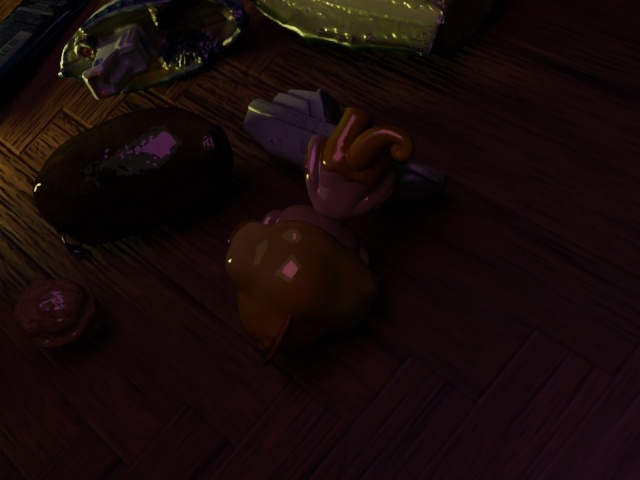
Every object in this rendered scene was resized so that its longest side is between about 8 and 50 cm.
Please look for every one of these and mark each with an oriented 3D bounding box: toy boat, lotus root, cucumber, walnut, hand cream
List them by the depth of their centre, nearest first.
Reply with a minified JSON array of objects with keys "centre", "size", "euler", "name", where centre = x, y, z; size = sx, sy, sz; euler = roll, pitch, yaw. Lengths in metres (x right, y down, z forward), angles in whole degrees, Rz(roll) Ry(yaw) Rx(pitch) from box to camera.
[{"centre":[0.027,-0.098,1.063],"size":[0.260,0.078,0.085],"euler":[26,88,40],"name":"toy boat"},{"centre":[-0.277,0.076,1.113],"size":[0.096,0.079,0.082],"euler":[-3,59,28],"name":"walnut"},{"centre":[-0.207,-0.073,1.147],"size":[0.241,0.124,0.123],"euler":[-19,61,18],"name":"lotus root"},{"centre":[0.045,-0.280,1.170],"size":[0.325,0.105,0.145],"euler":[19,96,37],"name":"cucumber"},{"centre":[-0.207,-0.236,1.264],"size":[0.262,0.114,0.115],"euler":[-20,38,12],"name":"toy boat"},{"centre":[-0.441,-0.264,1.465],"size":[0.120,0.061,0.270],"euler":[14,61,34],"name":"hand cream"}]

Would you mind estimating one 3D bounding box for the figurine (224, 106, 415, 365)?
[{"centre":[0.000,0.000,0.960],"size":[0.156,0.131,0.246],"euler":[23,94,-4],"name":"figurine"}]
